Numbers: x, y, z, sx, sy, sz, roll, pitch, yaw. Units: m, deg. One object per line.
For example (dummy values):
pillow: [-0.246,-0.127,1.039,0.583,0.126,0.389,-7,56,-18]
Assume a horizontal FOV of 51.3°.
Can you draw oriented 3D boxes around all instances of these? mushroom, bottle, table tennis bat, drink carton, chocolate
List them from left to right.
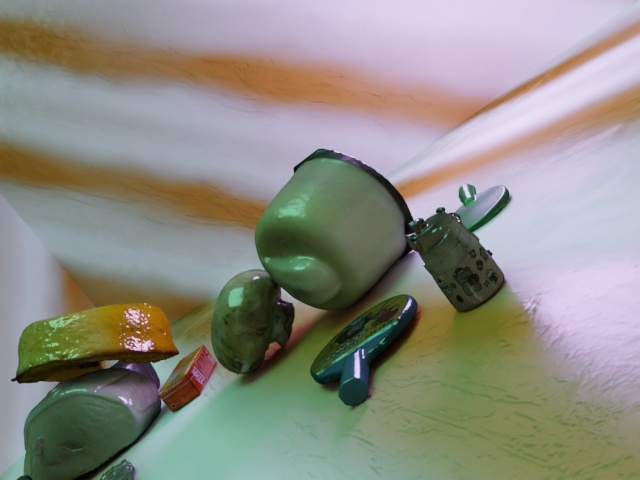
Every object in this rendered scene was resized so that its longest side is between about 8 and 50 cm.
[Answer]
drink carton: [-0.355,0.370,1.806,0.096,0.071,0.223,-35,7,9]
mushroom: [-0.159,0.191,1.528,0.255,0.184,0.255,-164,90,-78]
chocolate: [0.000,0.000,1.471,0.297,0.314,0.326,-45,11,-26]
table tennis bat: [0.068,0.175,1.090,0.215,0.044,0.329,-35,6,15]
bottle: [0.195,0.019,0.984,0.099,0.152,0.099,-37,6,4]
table tennis bat: [0.325,-0.073,1.422,0.160,0.039,0.257,-36,12,16]

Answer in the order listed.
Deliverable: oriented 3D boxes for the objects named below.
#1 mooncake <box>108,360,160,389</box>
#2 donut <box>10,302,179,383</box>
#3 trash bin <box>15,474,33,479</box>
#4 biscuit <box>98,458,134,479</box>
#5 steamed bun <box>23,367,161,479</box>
mooncake: [-0.661,0.500,2.169,0.306,0.154,0.306,-37,6,4]
donut: [-0.646,0.286,1.874,0.435,0.163,0.377,-17,-16,21]
trash bin: [-0.700,0.654,1.522,0.164,0.122,0.240,-41,10,-24]
biscuit: [-0.442,0.524,1.375,0.141,0.038,0.290,-41,6,-20]
steamed bun: [-0.643,0.487,1.800,0.383,0.236,0.247,-35,1,7]
